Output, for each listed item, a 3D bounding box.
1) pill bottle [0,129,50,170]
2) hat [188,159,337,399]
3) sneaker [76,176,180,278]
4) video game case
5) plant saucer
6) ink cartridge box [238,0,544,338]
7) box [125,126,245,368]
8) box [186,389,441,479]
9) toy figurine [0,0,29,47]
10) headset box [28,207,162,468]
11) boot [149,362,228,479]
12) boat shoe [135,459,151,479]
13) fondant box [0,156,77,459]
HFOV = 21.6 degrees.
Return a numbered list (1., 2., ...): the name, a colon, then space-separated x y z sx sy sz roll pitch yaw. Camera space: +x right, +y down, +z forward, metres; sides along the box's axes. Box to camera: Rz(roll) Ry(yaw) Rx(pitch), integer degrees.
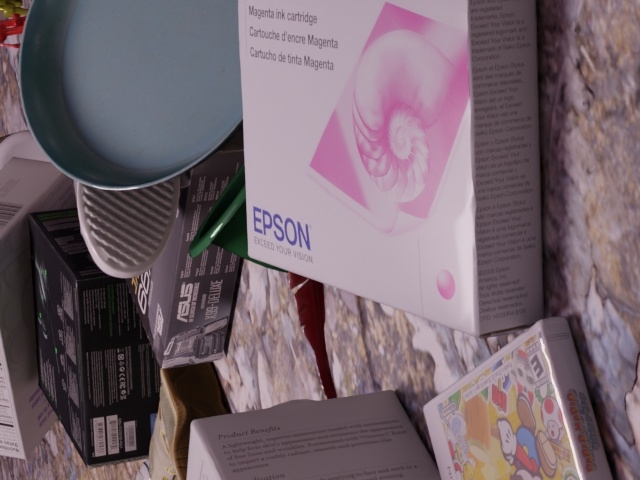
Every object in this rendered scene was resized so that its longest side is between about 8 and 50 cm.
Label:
1. pill bottle: -0.451 -0.102 2.512 0.215 0.117 0.117 -179 82 -69
2. hat: 0.000 0.000 1.500 0.208 0.183 0.173 -54 8 5
3. sneaker: -0.205 -0.071 1.712 0.161 0.102 0.282 118 150 -60
4. video game case: 0.144 0.184 1.183 0.227 0.026 0.206 131 128 -63
5. plant saucer: -0.152 -0.195 1.583 0.317 0.043 0.318 -10 70 30
6. ink cartridge box: 0.039 -0.121 1.235 0.324 0.071 0.330 17 114 58
7. box: -0.156 -0.054 1.815 0.307 0.076 0.242 103 151 -41
8. box: -0.013 0.236 1.392 0.119 0.181 0.182 -120 30 -48
9. toy figurine: -0.295 -0.175 2.002 0.362 0.191 0.217 -142 42 -64
10. headset box: -0.272 0.107 2.096 0.283 0.131 0.246 -142 48 -62
11. boot: -0.146 0.251 1.894 0.165 0.077 0.213 106 154 -45
12. boat shoe: -0.230 0.389 2.159 0.083 0.075 0.226 -143 50 -62
13. fondant box: -0.402 0.089 2.247 0.238 0.096 0.330 -58 -29 -52
